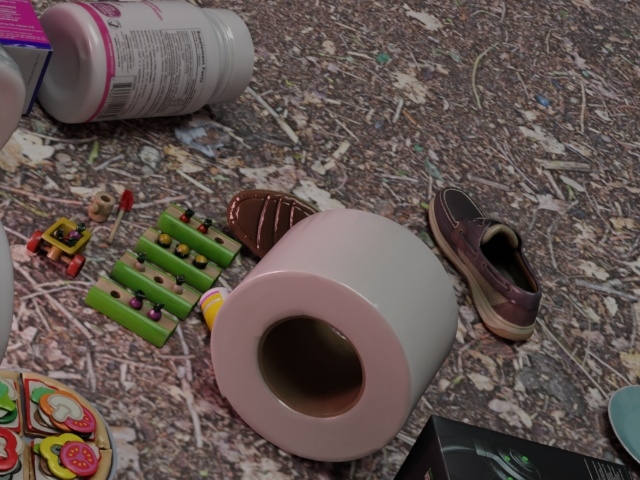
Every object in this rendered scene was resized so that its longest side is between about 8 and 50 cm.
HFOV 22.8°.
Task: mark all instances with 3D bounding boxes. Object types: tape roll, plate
[{"bbox_3d":[0.018,0.106,1.817,0.246,0.246,0.169,33,35,6],"label":"tape roll"},{"bbox_3d":[0.462,0.268,2.120,0.188,0.024,0.188,18,35,-13],"label":"plate"}]

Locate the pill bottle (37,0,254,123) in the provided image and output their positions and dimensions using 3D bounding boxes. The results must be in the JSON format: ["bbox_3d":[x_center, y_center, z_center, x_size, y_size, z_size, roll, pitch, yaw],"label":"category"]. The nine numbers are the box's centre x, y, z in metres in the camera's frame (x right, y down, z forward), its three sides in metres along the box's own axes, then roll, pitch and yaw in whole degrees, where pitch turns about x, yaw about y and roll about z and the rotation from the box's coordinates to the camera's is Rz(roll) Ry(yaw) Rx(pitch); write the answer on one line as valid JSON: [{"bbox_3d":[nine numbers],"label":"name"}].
[{"bbox_3d":[-0.239,-0.247,2.174,0.283,0.160,0.160,-9,49,-43],"label":"pill bottle"}]

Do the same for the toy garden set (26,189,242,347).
[{"bbox_3d":[-0.223,0.004,1.953,0.204,0.049,0.244,31,34,3],"label":"toy garden set"}]

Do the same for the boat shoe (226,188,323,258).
[{"bbox_3d":[-0.003,0.007,2.094,0.257,0.095,0.095,25,0,-1],"label":"boat shoe"}]

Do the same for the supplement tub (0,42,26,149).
[{"bbox_3d":[-0.521,-0.243,1.924,0.207,0.207,0.338,-12,51,-44],"label":"supplement tub"}]

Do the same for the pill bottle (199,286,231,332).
[{"bbox_3d":[-0.114,0.099,1.911,0.043,0.043,0.083,4,41,-32],"label":"pill bottle"}]

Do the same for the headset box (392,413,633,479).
[{"bbox_3d":[0.221,0.339,1.737,0.283,0.131,0.246,16,30,-19],"label":"headset box"}]

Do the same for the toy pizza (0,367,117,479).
[{"bbox_3d":[-0.304,0.200,1.650,0.201,0.032,0.201,19,35,-14],"label":"toy pizza"}]

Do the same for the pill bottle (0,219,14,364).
[{"bbox_3d":[-0.508,0.044,1.449,0.408,0.229,0.229,7,39,-39],"label":"pill bottle"}]

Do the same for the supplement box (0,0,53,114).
[{"bbox_3d":[-0.449,-0.281,2.111,0.114,0.111,0.220,3,41,-32],"label":"supplement box"}]

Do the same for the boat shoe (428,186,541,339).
[{"bbox_3d":[0.239,0.014,2.232,0.103,0.092,0.285,8,39,-28],"label":"boat shoe"}]
